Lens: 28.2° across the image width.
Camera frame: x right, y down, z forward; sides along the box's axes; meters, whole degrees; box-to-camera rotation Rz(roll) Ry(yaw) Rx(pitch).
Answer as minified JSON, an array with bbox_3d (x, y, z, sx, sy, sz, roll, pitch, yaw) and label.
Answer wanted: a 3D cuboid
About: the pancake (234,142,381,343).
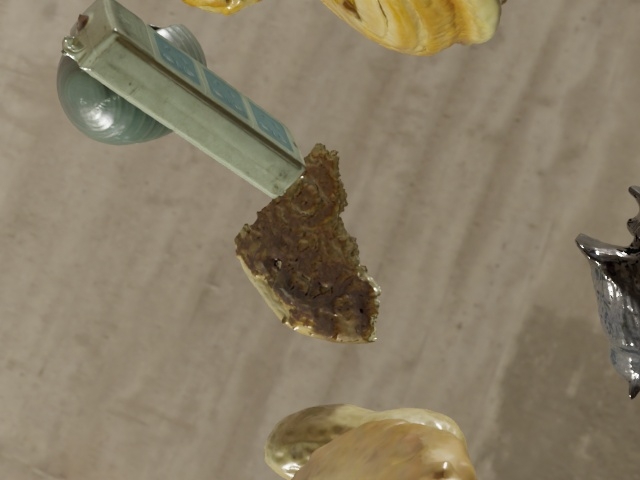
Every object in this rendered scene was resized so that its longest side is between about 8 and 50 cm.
[{"bbox_3d":[0.000,0.000,1.637,0.057,0.266,0.244,20,-95,-51],"label":"pancake"}]

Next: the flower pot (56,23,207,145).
[{"bbox_3d":[-0.261,-0.224,1.781,0.243,0.189,0.157,-39,-51,-55],"label":"flower pot"}]

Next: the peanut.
[{"bbox_3d":[0.049,0.247,1.525,0.117,0.263,0.101,-15,-76,-58],"label":"peanut"}]

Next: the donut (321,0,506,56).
[{"bbox_3d":[0.055,-0.408,1.558,0.198,0.449,0.449,-41,-33,-4],"label":"donut"}]

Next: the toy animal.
[{"bbox_3d":[0.303,0.060,1.274,0.121,0.117,0.210,-97,15,-66],"label":"toy animal"}]

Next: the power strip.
[{"bbox_3d":[-0.114,-0.125,1.153,0.052,0.078,0.272,-44,-53,17],"label":"power strip"}]

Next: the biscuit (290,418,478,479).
[{"bbox_3d":[-0.049,0.309,0.847,0.446,0.104,0.429,-51,9,19],"label":"biscuit"}]

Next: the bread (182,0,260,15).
[{"bbox_3d":[-0.131,-0.283,0.959,0.099,0.235,0.210,-42,-9,-13],"label":"bread"}]
